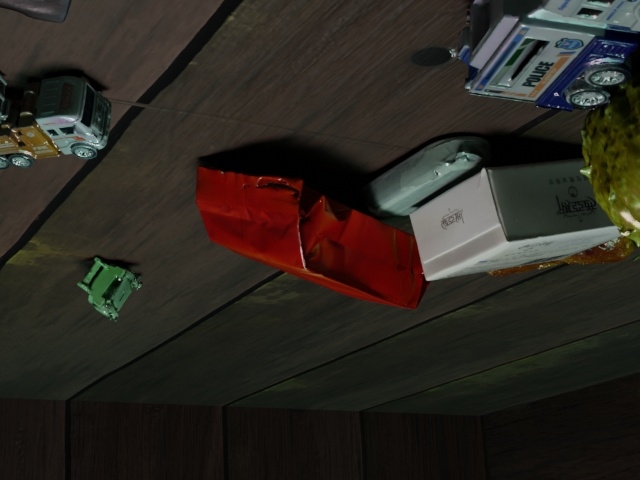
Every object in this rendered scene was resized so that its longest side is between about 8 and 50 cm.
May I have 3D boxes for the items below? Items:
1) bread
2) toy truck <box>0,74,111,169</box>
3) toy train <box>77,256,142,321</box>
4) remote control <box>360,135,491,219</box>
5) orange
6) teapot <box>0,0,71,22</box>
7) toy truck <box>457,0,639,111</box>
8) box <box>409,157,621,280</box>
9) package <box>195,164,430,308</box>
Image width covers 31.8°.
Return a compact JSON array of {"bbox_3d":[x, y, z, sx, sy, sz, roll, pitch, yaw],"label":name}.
[{"bbox_3d":[0.393,0.004,1.908,0.270,0.077,0.139,-8,159,23],"label":"bread"},{"bbox_3d":[-0.345,-0.147,1.314,0.177,0.080,0.115,-6,153,14],"label":"toy truck"},{"bbox_3d":[-0.382,0.086,2.028,0.081,0.099,0.149,32,168,1],"label":"toy train"},{"bbox_3d":[0.150,-0.088,1.624,0.104,0.052,0.247,3,160,-32],"label":"remote control"},{"bbox_3d":[0.412,-0.128,1.198,0.300,0.223,0.301,-43,180,-2],"label":"orange"},{"bbox_3d":[-0.265,-0.258,0.970,0.177,0.087,0.096,8,155,-30],"label":"teapot"},{"bbox_3d":[0.240,-0.230,1.079,0.155,0.124,0.268,6,162,-8],"label":"toy truck"},{"bbox_3d":[0.301,-0.034,1.636,0.274,0.116,0.203,-8,168,-30],"label":"box"},{"bbox_3d":[0.001,0.000,1.673,0.195,0.123,0.423,12,173,35],"label":"package"}]
